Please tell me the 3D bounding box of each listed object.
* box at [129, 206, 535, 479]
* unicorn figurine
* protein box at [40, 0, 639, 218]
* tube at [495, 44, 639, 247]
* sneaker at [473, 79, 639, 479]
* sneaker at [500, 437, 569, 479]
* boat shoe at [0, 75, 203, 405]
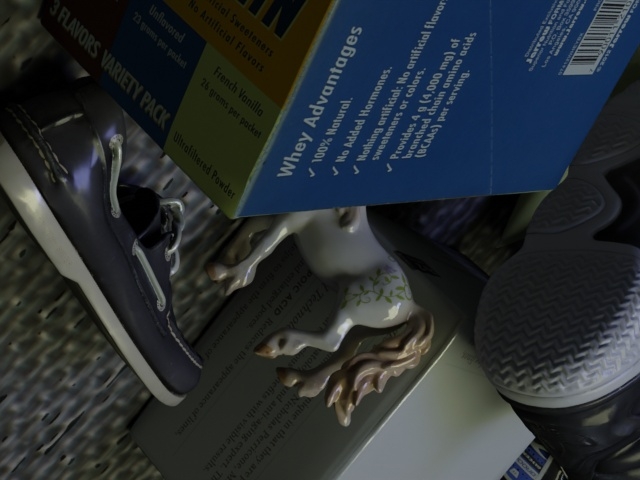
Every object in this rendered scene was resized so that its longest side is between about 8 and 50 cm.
[{"bbox_3d":[0.026,0.090,0.875,0.182,0.119,0.181,-51,149,10],"label":"box"},{"bbox_3d":[0.000,0.000,0.768,0.111,0.162,0.060,-35,179,5],"label":"unicorn figurine"},{"bbox_3d":[0.035,-0.131,0.613,0.201,0.136,0.199,-6,132,-46],"label":"protein box"},{"bbox_3d":[0.183,-0.093,0.912,0.070,0.062,0.240,18,124,-17],"label":"tube"},{"bbox_3d":[0.178,0.025,0.834,0.268,0.101,0.153,-48,137,-32],"label":"sneaker"},{"bbox_3d":[0.198,0.126,1.112,0.147,0.130,0.330,-25,144,-34],"label":"sneaker"},{"bbox_3d":[-0.083,0.005,0.693,0.065,0.075,0.206,-37,143,-8],"label":"boat shoe"}]
